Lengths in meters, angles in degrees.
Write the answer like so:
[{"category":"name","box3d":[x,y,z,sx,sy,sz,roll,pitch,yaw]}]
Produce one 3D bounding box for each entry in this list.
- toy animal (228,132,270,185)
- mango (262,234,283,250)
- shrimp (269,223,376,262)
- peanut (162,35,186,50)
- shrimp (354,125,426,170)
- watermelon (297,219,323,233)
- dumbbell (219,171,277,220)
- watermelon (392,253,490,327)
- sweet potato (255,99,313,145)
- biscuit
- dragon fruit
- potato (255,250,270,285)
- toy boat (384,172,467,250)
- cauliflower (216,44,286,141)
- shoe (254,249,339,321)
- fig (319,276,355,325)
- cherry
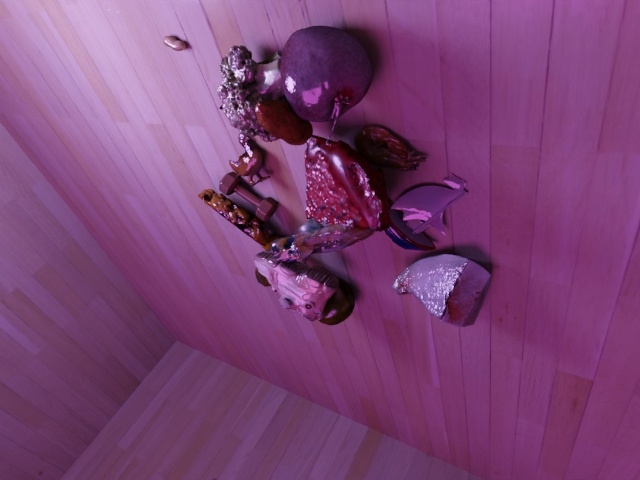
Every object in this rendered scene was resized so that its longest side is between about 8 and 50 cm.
[{"category":"toy animal","box3d":[-0.262,-0.276,1.540,0.188,0.089,0.179,-14,105,50]},{"category":"mango","box3d":[-0.189,0.022,1.848,0.187,0.066,0.101,11,138,42]},{"category":"shrimp","box3d":[0.000,0.000,1.495,0.445,0.221,0.110,-19,84,38]},{"category":"peanut","box3d":[-0.443,-0.596,1.344,0.083,0.037,0.037,25,145,8]},{"category":"shrimp","box3d":[0.184,-0.245,1.199,0.217,0.051,0.115,24,145,27]},{"category":"watermelon","box3d":[-0.031,-0.038,1.648,0.092,0.072,0.085,-24,108,10]},{"category":"dumbbell","box3d":[-0.271,-0.166,1.671,0.231,0.082,0.092,35,148,3]},{"category":"watermelon","box3d":[0.397,0.195,1.398,0.319,0.214,0.289,-17,122,37]},{"category":"sweet potato","box3d":[-0.093,-0.294,1.103,0.097,0.251,0.097,1,93,20]},{"category":"biscuit","box3d":[-0.332,-0.099,1.750,0.334,0.081,0.289,35,174,11]},{"category":"dragon fruit","box3d":[0.089,-0.103,1.212,0.302,0.240,0.330,26,-165,-39]},{"category":"potato","box3d":[-0.235,0.128,1.989,0.117,0.090,0.225,35,140,12]},{"category":"toy boat","box3d":[0.278,-0.088,1.297,0.219,0.072,0.318,25,142,11]},{"category":"cauliflower","box3d":[-0.150,-0.414,1.190,0.315,0.239,0.256,-26,88,35]},{"category":"shoe","box3d":[-0.116,0.172,1.702,0.351,0.172,0.198,25,109,20]},{"category":"fig","box3d":[0.072,0.250,1.840,0.203,0.203,0.235,6,176,37]},{"category":"cherry","box3d":[0.012,-0.387,1.043,0.266,0.213,0.183,60,-177,5]}]
